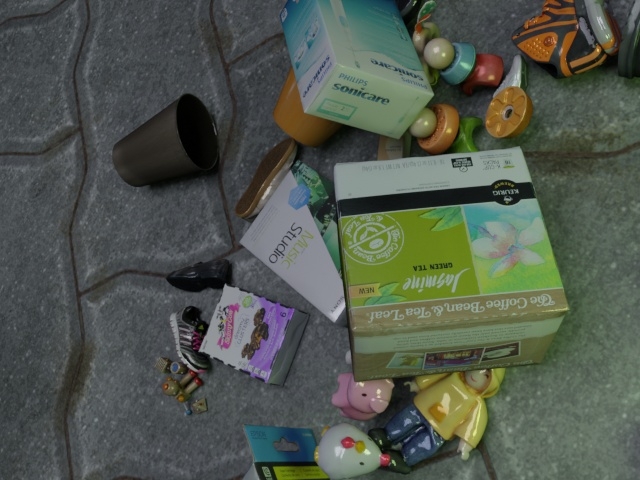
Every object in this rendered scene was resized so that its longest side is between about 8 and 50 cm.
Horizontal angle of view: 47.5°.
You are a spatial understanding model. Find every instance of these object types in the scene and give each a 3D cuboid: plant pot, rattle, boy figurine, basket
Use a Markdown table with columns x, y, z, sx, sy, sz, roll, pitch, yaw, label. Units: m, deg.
| x | y | z | sx | sy | sz | roll | pitch | yaw | label |
| --- | --- | --- | --- | --- | --- | --- | --- | --- | --- |
| -0.002 | -0.314 | 1.583 | 0.188 | 0.205 | 0.205 | -52 | 56 | 24 | plant pot |
| 0.176 | -0.408 | 1.490 | 0.143 | 0.200 | 0.130 | 26 | 86 | 27 | rattle |
| 0.228 | 0.305 | 1.309 | 0.285 | 0.092 | 0.177 | -42 | 55 | 15 | boy figurine |
| -0.388 | -0.229 | 1.794 | 0.227 | 0.154 | 0.204 | -19 | 65 | 27 | basket |

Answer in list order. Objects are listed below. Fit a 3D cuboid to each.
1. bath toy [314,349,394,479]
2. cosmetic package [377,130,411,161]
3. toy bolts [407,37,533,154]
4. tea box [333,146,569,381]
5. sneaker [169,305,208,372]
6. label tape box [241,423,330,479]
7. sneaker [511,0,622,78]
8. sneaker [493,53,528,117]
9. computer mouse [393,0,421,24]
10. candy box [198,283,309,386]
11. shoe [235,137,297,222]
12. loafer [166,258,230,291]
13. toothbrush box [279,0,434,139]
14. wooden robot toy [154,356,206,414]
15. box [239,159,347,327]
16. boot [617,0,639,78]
| x | y | z | sx | sy | sz | roll | pitch | yaw | label |
| --- | --- | --- | --- | --- | --- | --- | --- | --- | --- |
| 0.091 | 0.261 | 1.313 | 0.129 | 0.151 | 0.348 | 1 | 56 | 28 | bath toy |
| 0.155 | -0.189 | 1.533 | 0.060 | 0.041 | 0.115 | -2 | 74 | 29 | cosmetic package |
| 0.274 | -0.287 | 1.392 | 0.218 | 0.158 | 0.228 | -19 | 61 | 54 | toy bolts |
| 0.199 | 0.042 | 1.232 | 0.329 | 0.220 | 0.323 | -6 | 58 | 0 | tea box |
| -0.285 | 0.217 | 1.641 | 0.075 | 0.063 | 0.170 | -41 | 54 | 20 | sneaker |
| -0.052 | 0.512 | 1.314 | 0.106 | 0.240 | 0.333 | -36 | 60 | 17 | label tape box |
| 0.443 | -0.456 | 1.391 | 0.180 | 0.124 | 0.321 | -26 | 60 | 38 | sneaker |
| 0.373 | -0.297 | 1.437 | 0.061 | 0.054 | 0.152 | 5 | 78 | 33 | sneaker |
| 0.128 | -0.525 | 1.644 | 0.272 | 0.072 | 0.188 | -1 | 76 | 42 | computer mouse |
| -0.144 | 0.200 | 1.562 | 0.196 | 0.070 | 0.165 | 17 | 83 | 32 | candy box |
| -0.115 | -0.137 | 1.667 | 0.219 | 0.058 | 0.076 | -56 | 37 | -1 | shoe |
| -0.282 | 0.079 | 1.694 | 0.170 | 0.062 | 0.061 | -3 | 51 | 25 | loafer |
| 0.063 | -0.358 | 1.389 | 0.126 | 0.216 | 0.295 | -52 | 40 | 39 | toothbrush box |
| -0.322 | 0.317 | 1.622 | 0.076 | 0.079 | 0.173 | -48 | 59 | 9 | wooden robot toy |
| 0.000 | 0.000 | 1.552 | 0.322 | 0.058 | 0.232 | 37 | 94 | 31 | box |
| 0.775 | -0.388 | 1.199 | 0.445 | 0.146 | 0.367 | 25 | 90 | 28 | boot |
